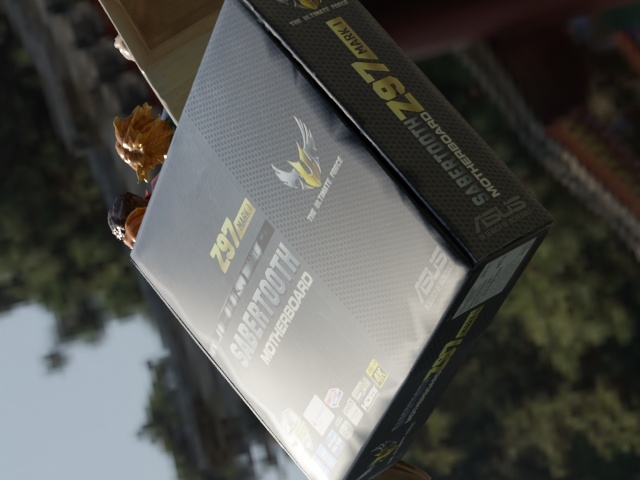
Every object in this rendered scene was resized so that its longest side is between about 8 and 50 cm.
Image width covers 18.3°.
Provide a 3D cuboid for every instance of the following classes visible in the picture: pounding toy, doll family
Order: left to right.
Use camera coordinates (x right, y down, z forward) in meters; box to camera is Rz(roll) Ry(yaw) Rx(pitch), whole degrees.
[{"bbox_3d":[-0.085,-0.073,1.485,0.118,0.163,0.263,42,141,36],"label":"doll family"},{"bbox_3d":[-0.065,-0.157,1.218,0.141,0.130,0.100,58,179,33],"label":"pounding toy"}]

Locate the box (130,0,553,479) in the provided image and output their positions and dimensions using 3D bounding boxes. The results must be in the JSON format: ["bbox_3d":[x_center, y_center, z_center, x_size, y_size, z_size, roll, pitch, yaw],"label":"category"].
[{"bbox_3d":[0.000,0.000,0.998,0.059,0.232,0.183,-27,-112,-34],"label":"box"}]

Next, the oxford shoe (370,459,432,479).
[{"bbox_3d":[0.035,0.252,1.303,0.083,0.096,0.227,74,-157,-76],"label":"oxford shoe"}]
